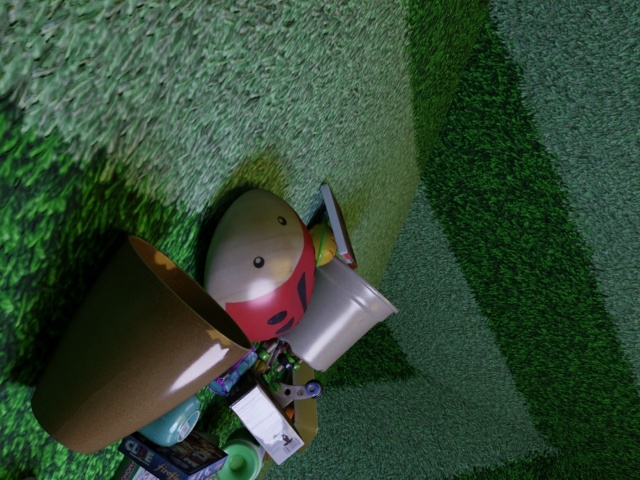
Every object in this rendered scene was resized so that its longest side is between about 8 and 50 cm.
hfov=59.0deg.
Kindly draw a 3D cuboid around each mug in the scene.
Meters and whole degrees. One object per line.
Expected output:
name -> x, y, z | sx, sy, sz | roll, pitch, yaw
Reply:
mug -> -0.314, 0.367, 1.213 | 0.129, 0.097, 0.157 | -66, 165, 14

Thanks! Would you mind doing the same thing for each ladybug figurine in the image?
ladybug figurine -> -0.110, 0.075, 1.200 | 0.449, 0.161, 0.305 | 82, 30, -65

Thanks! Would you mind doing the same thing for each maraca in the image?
maraca -> 0.000, 0.000, 1.654 | 0.186, 0.099, 0.127 | -87, -167, -57

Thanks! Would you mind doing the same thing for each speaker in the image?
speaker -> -0.224, 0.611, 1.610 | 0.131, 0.131, 0.296 | -59, 176, -10

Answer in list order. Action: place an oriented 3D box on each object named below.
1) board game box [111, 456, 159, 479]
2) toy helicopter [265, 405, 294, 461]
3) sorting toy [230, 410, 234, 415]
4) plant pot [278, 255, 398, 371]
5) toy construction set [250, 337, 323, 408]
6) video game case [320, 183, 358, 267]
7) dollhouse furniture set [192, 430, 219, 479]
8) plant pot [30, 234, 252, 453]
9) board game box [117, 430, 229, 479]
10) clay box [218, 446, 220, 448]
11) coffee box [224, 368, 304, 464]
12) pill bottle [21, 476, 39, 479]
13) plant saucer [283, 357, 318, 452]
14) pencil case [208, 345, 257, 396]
board game box -> -0.455, 0.617, 1.291 | 0.317, 0.046, 0.213 | -60, 165, -9
toy helicopter -> -0.195, 0.709, 2.235 | 0.355, 0.140, 0.235 | -39, 150, -86
sorting toy -> -0.271, 0.537, 1.862 | 0.083, 0.012, 0.062 | -63, 166, 3
plant pot -> 0.021, 0.229, 1.787 | 0.305, 0.334, 0.334 | -49, 165, -3
toy construction set -> -0.156, 0.447, 1.807 | 0.237, 0.257, 0.309 | -44, -172, -1
video game case -> 0.059, -0.032, 1.662 | 0.025, 0.204, 0.285 | -17, 166, 6
dollhouse furniture set -> -0.382, 0.665, 1.551 | 0.212, 0.161, 0.242 | 100, 0, -51
plant pot -> -0.267, 0.165, 0.797 | 0.254, 0.237, 0.237 | -47, 164, -5
board game box -> -0.318, 0.474, 1.262 | 0.042, 0.165, 0.243 | -61, 167, -5
clay box -> -0.390, 0.735, 1.731 | 0.222, 0.053, 0.127 | -50, 162, -37
coffee box -> -0.164, 0.485, 1.586 | 0.098, 0.246, 0.141 | -37, -158, -10
pill bottle -> -0.403, 0.452, 0.867 | 0.112, 0.186, 0.112 | -56, 165, -23
plant saucer -> -0.092, 0.652, 2.285 | 0.333, 0.081, 0.333 | 112, -22, -54
pencil case -> -0.235, 0.350, 1.530 | 0.152, 0.064, 0.070 | -48, 174, -47
